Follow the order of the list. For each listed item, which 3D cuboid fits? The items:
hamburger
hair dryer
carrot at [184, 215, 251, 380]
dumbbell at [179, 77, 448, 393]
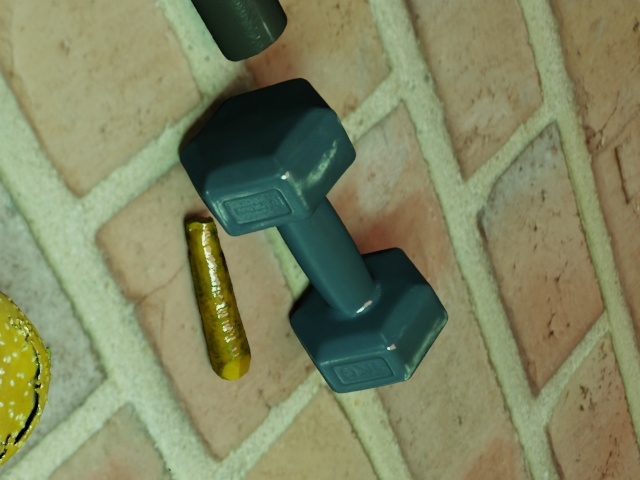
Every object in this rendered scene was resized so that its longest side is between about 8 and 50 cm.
[{"bbox_3d":[-0.302,0.100,1.093,0.182,0.118,0.191,-46,126,-31],"label":"hamburger"},{"bbox_3d":[-0.033,-0.286,1.297,0.248,0.071,0.114,-54,134,-26],"label":"hair dryer"},{"bbox_3d":[-0.098,0.054,1.349,0.042,0.042,0.170,-30,119,-37],"label":"carrot"},{"bbox_3d":[0.000,0.000,1.355,0.156,0.144,0.316,-53,134,-25],"label":"dumbbell"}]
